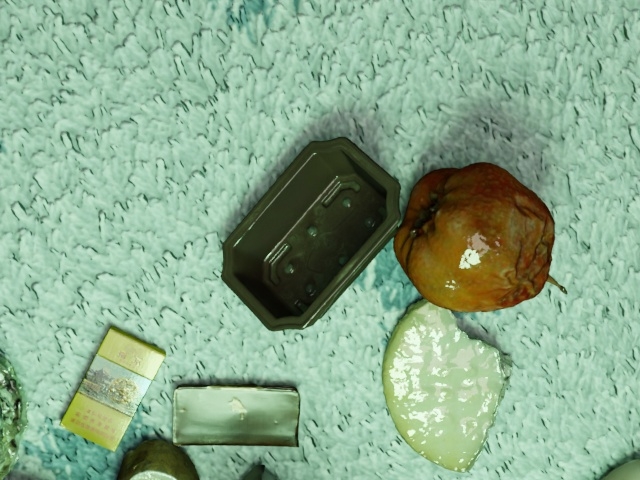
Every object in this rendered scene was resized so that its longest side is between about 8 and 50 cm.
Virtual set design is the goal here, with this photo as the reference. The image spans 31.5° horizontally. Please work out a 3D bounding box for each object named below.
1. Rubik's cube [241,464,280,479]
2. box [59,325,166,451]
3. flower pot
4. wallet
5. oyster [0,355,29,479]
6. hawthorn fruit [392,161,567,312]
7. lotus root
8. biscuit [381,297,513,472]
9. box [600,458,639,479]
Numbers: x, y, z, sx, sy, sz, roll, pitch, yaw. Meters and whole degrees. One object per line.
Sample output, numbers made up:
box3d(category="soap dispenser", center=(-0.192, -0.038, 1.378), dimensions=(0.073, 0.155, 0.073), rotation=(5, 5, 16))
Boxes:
box3d(category="Rubik's cube", center=(-0.052, 0.569, 1.480), dimensions=(0.346, 0.347, 0.344), rotation=(39, 95, -11))
box3d(category="box", center=(-0.283, 0.203, 1.551), dimensions=(0.087, 0.023, 0.155), rotation=(27, 96, -7))
box3d(category="flower pot", center=(0.000, 0.000, 1.488), dimensions=(0.251, 0.084, 0.179), rotation=(-49, 61, 5))
box3d(category="wallet", center=(-0.116, 0.242, 1.574), dimensions=(0.176, 0.026, 0.095), rotation=(1, 106, -4))
box3d(category="oyster", center=(-0.525, 0.298, 1.490), dimensions=(0.162, 0.158, 0.351), rotation=(41, 79, 23))
box3d(category="hawthorn fruit", center=(0.230, 0.010, 1.485), dimensions=(0.243, 0.207, 0.207), rotation=(26, 97, -18))
box3d(category="lotus root", center=(-0.221, 0.340, 1.551), dimensions=(0.122, 0.081, 0.112), rotation=(39, 97, -10))
box3d(category="biscuit", center=(0.182, 0.202, 1.592), dimensions=(0.188, 0.040, 0.265), rotation=(-16, 102, 0))
box3d(category="box", center=(0.440, 0.408, 1.631), dimensions=(0.146, 0.088, 0.200), rotation=(44, 92, -11))
